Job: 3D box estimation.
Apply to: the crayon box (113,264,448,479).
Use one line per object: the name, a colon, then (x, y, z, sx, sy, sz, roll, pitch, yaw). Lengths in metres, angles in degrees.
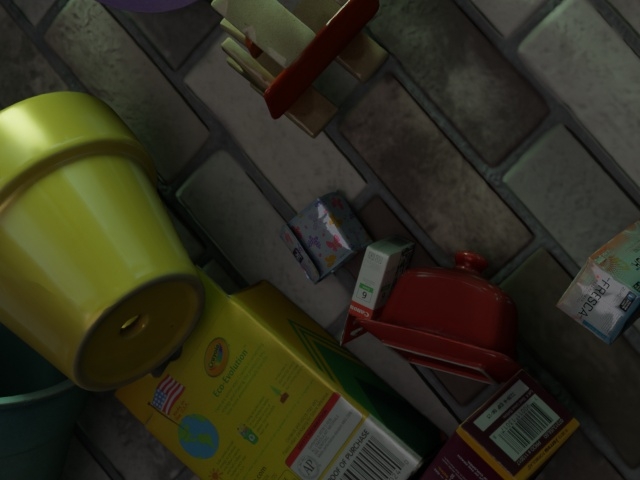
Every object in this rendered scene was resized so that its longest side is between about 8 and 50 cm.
crayon box: (-0.047, 0.188, 1.865, 0.318, 0.081, 0.202, 41, 116, 13)

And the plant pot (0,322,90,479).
plant pot: (-0.422, 0.221, 1.944, 0.341, 0.341, 0.334, 24, 119, 21)

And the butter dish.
butter dish: (0.134, 0.068, 1.724, 0.160, 0.160, 0.118, 14, 82, 19)

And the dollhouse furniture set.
dollhouse furniture set: (0.037, -0.219, 1.644, 0.135, 0.262, 0.259, 41, 85, 11)

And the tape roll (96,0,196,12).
tape roll: (-0.188, -0.367, 1.746, 0.274, 0.090, 0.275, 15, 130, 18)

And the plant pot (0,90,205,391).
plant pot: (-0.249, 0.015, 1.801, 0.239, 0.254, 0.254, 47, 119, 28)

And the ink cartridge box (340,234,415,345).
ink cartridge box: (0.058, 0.055, 1.790, 0.029, 0.063, 0.115, 24, 112, 23)

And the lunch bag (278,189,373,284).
lunch bag: (0.000, 0.000, 1.815, 0.083, 0.053, 0.071, -37, 82, 38)

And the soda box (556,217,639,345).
soda box: (0.280, 0.034, 1.602, 0.063, 0.183, 0.058, 37, 116, 14)

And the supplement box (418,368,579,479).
supplement box: (0.162, 0.223, 1.713, 0.081, 0.104, 0.188, 44, 144, 13)
